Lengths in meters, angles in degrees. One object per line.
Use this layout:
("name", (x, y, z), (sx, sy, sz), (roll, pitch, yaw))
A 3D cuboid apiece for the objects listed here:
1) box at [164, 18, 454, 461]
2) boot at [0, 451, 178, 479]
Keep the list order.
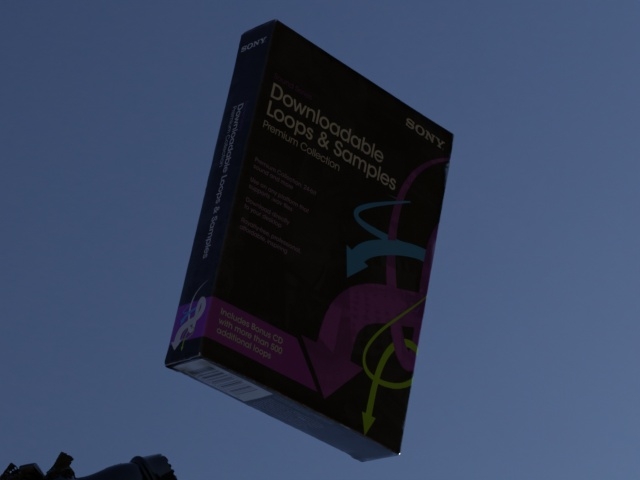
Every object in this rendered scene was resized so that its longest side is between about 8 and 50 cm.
("box", (0.000, 0.000, 0.752), (0.116, 0.029, 0.162), (29, -122, -34))
("boot", (-0.094, 0.137, 0.708), (0.099, 0.121, 0.045), (-8, -46, -29))
